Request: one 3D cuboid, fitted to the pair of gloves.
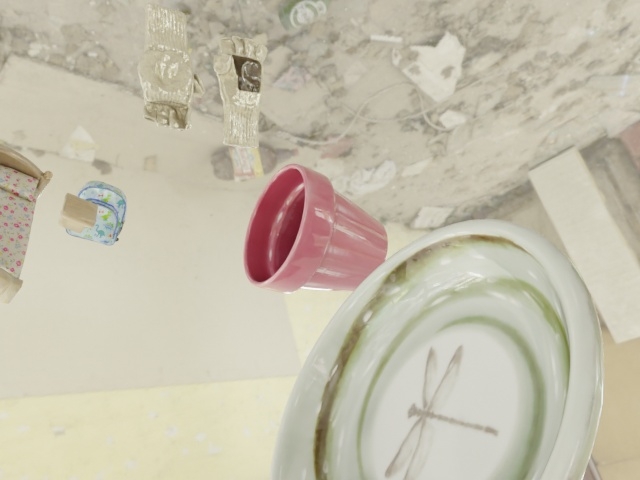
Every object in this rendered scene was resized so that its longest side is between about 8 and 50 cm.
[{"bbox_3d":[-0.193,-0.274,0.924,0.240,0.204,0.042,9,171,-41],"label":"pair of gloves"}]

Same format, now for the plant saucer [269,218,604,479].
[{"bbox_3d":[0.105,0.168,0.536,0.101,0.400,0.400,35,135,-21],"label":"plant saucer"}]

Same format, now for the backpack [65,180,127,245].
[{"bbox_3d":[-0.438,-0.053,1.074,0.105,0.084,0.114,19,102,-21],"label":"backpack"}]

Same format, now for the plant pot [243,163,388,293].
[{"bbox_3d":[0.000,0.000,0.873,0.180,0.201,0.201,19,143,-28],"label":"plant pot"}]

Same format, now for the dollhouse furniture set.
[{"bbox_3d":[-0.399,-0.039,0.588,0.356,0.303,0.174,26,126,-37],"label":"dollhouse furniture set"}]
